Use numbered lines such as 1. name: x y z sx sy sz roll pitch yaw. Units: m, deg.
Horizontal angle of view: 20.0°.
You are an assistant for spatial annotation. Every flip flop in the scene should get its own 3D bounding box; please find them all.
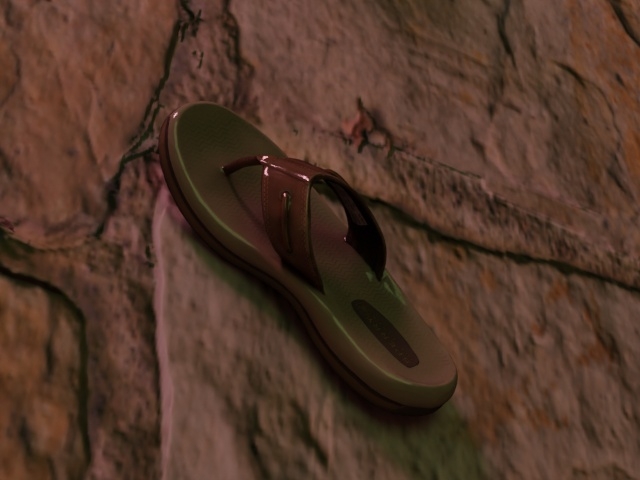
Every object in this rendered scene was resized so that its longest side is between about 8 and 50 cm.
1. flip flop: 0.000 0.000 1.242 0.112 0.080 0.277 -21 63 -46
